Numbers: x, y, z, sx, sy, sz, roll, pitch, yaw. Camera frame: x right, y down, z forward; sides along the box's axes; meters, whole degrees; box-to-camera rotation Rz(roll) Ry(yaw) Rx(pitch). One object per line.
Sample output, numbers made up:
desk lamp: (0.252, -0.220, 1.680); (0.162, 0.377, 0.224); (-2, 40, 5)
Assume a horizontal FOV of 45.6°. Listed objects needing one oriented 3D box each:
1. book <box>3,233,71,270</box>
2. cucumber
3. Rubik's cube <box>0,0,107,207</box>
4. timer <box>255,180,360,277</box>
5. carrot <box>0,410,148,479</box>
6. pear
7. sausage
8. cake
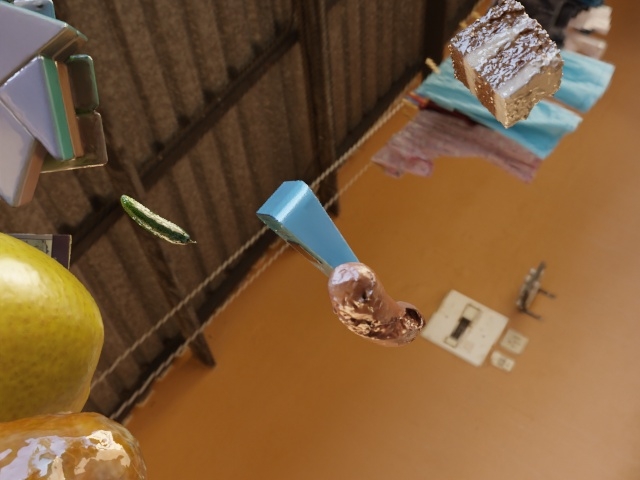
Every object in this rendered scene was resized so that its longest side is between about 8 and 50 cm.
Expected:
book: (-0.528, 0.061, 1.231); (0.026, 0.231, 0.157); (137, 133, -69)
cucumber: (-0.313, -0.030, 1.451); (0.039, 0.168, 0.039); (-47, 20, 23)
Rubik's cube: (-0.516, -0.215, 1.145); (0.368, 0.387, 0.358); (-40, 13, 0)
timer: (0.000, 0.000, 1.509); (0.091, 0.250, 0.232); (-47, 13, -8)
carrot: (-0.191, 0.178, 0.407); (0.225, 0.159, 0.159); (-38, -28, -11)
pear: (-0.503, 0.145, 0.997); (0.418, 0.362, 0.362); (1, -58, -20)
sausage: (0.084, 0.105, 1.101); (0.087, 0.079, 0.326); (-47, -26, 1)
cake: (0.304, -0.284, 1.236); (0.135, 0.147, 0.134); (-36, -26, 3)
